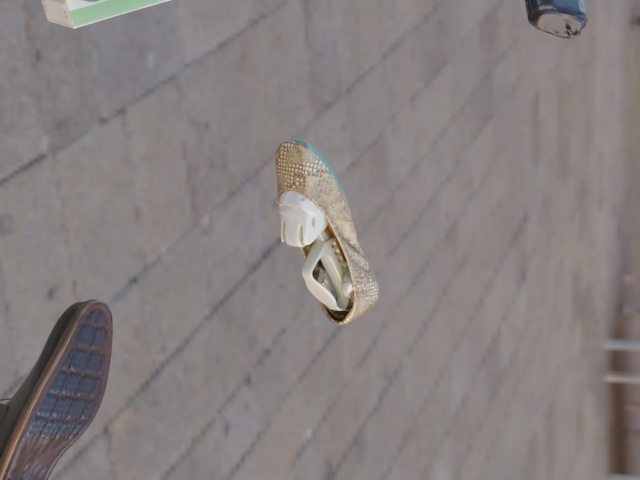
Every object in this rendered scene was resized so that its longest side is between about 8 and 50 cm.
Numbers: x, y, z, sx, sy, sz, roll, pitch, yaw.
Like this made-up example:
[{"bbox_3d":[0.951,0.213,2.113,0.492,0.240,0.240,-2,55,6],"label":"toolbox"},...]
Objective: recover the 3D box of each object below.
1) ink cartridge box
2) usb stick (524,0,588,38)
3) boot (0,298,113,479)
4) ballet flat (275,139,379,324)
[{"bbox_3d":[-0.301,-0.365,2.222,0.171,0.235,0.056,-22,114,-24],"label":"ink cartridge box"},{"bbox_3d":[0.271,-0.353,1.807,0.045,0.077,0.278,117,-24,-46],"label":"usb stick"},{"bbox_3d":[-0.237,0.131,1.112,0.082,0.106,0.219,19,94,-61],"label":"boot"},{"bbox_3d":[0.000,0.000,1.441,0.067,0.073,0.206,-51,126,-36],"label":"ballet flat"}]
